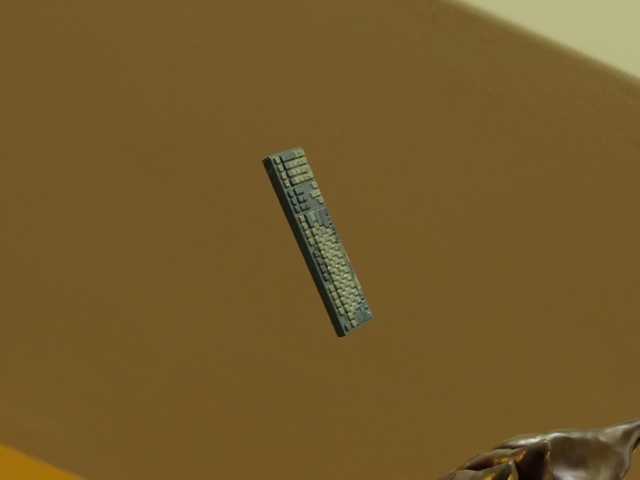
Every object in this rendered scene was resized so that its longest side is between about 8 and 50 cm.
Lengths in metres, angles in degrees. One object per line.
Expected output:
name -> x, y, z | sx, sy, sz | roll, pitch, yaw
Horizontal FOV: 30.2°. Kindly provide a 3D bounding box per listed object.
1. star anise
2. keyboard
star anise -> 0.090, 0.208, 0.779 | 0.292, 0.349, 0.109 | -30, -107, 18
keyboard -> -0.001, 0.000, 1.083 | 0.014, 0.055, 0.176 | -23, -90, 35
